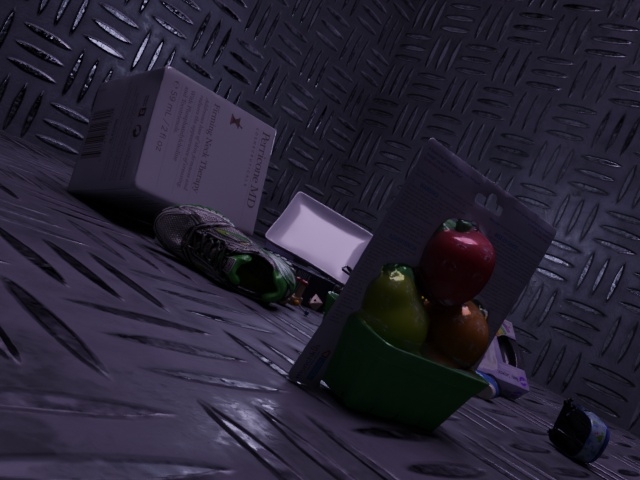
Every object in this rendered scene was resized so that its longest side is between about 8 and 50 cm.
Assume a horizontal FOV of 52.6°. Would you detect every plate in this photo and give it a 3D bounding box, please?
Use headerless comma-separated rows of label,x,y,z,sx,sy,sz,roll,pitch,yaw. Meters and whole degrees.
plate,0.000,0.000,1.897,0.278,0.045,0.277,31,37,1

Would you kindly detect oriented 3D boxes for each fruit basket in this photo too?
fruit basket,0.153,0.076,0.907,0.327,0.353,0.165,25,2,-38

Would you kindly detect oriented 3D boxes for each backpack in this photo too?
backpack,0.545,0.403,1.343,0.084,0.105,0.114,25,5,-10

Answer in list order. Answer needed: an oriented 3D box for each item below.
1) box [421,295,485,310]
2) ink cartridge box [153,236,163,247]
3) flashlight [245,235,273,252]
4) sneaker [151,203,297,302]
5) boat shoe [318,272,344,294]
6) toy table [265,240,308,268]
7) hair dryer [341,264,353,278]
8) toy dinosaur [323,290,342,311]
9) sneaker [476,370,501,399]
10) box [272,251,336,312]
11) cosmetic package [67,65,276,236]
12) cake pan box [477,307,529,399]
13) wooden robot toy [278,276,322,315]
box,0.378,0.189,2.125,0.322,0.079,0.257,32,34,8
ink cartridge box,-0.294,0.018,1.560,0.104,0.061,0.181,27,1,38
flashlight,-0.196,0.043,1.812,0.103,0.103,0.304,25,0,20
sneaker,-0.205,0.023,1.391,0.344,0.134,0.146,26,1,1
boat shoe,0.024,0.149,2.083,0.084,0.079,0.233,-20,8,-13
toy table,-0.059,0.052,2.016,0.161,0.252,0.274,8,19,-23
hair dryer,0.164,0.178,1.783,0.293,0.080,0.223,33,37,-63
toy dinosaur,0.047,0.174,1.768,0.064,0.112,0.211,49,38,-11
sneaker,0.392,0.352,1.651,0.152,0.058,0.085,31,9,38
box,-0.065,0.113,1.784,0.158,0.093,0.156,27,0,-21
cosmetic package,-0.394,-0.220,1.760,0.328,0.329,0.394,1,-15,42
cake pan box,0.491,0.320,1.918,0.267,0.070,0.245,26,44,-28
wooden robot toy,-0.082,0.120,1.535,0.173,0.076,0.079,26,11,30
